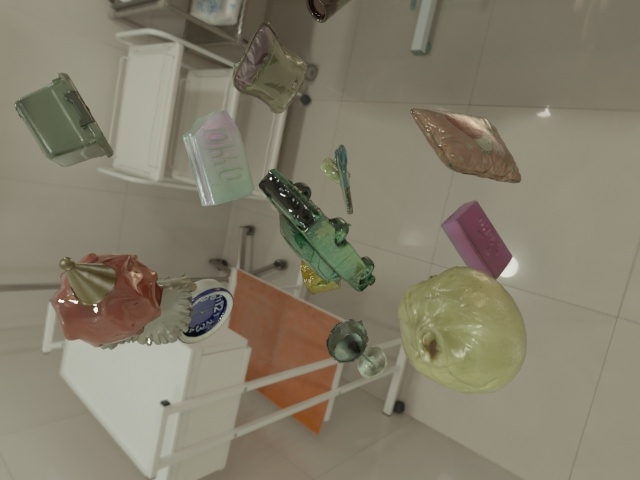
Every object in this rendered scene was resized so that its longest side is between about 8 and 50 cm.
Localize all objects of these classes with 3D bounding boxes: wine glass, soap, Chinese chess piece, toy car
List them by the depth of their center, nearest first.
[{"bbox_3d":[0.000,0.000,0.761,0.097,0.320,0.141,-44,59,-2],"label":"toy car"},{"bbox_3d":[0.108,0.298,1.137,0.122,0.183,0.122,-18,51,24],"label":"wine glass"},{"bbox_3d":[0.556,0.002,1.506,0.081,0.181,0.259,-29,94,50],"label":"soap"},{"bbox_3d":[-0.401,-0.324,1.680,0.115,0.208,0.346,-2,105,50],"label":"soap"},{"bbox_3d":[0.068,-0.311,1.907,0.058,0.144,0.144,-51,59,23],"label":"Chinese chess piece"}]

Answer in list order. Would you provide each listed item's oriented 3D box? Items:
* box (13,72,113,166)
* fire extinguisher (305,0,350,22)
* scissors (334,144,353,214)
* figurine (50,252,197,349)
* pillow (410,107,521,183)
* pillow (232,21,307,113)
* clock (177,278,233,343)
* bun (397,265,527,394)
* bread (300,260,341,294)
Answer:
[{"bbox_3d":[-0.419,-0.186,0.702,0.123,0.093,0.172,64,162,-12],"label":"box"},{"bbox_3d":[0.058,-0.627,1.050,0.231,0.071,0.099,-47,26,-17],"label":"fire extinguisher"},{"bbox_3d":[0.100,-0.251,1.780,0.138,0.041,0.288,168,92,-75],"label":"scissors"},{"bbox_3d":[-0.334,0.094,0.711,0.207,0.387,0.166,-27,71,-2],"label":"figurine"},{"bbox_3d":[0.338,-0.225,0.979,0.084,0.236,0.223,-60,38,42],"label":"pillow"},{"bbox_3d":[-0.093,-0.329,0.846,0.038,0.233,0.130,32,100,17],"label":"pillow"},{"bbox_3d":[-0.417,0.245,1.479,0.083,0.231,0.230,34,109,29],"label":"clock"},{"bbox_3d":[0.347,0.250,1.153,0.364,0.202,0.363,17,112,51],"label":"bun"},{"bbox_3d":[0.010,0.104,1.645,0.124,0.257,0.185,-12,91,11],"label":"bread"}]
